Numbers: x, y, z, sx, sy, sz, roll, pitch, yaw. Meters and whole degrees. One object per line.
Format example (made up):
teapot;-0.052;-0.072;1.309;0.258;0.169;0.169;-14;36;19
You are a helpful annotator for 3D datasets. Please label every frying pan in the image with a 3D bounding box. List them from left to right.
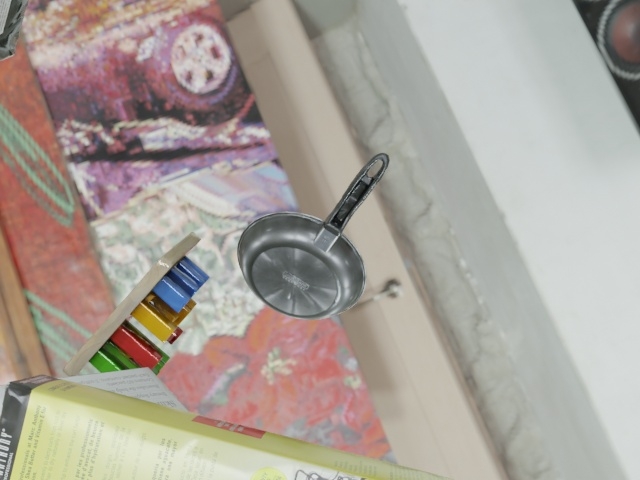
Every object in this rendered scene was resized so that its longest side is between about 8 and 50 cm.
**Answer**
frying pan;0.016;0.022;1.465;0.326;0.197;0.053;-25;-154;35

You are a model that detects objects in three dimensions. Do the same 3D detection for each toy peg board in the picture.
toy peg board;-0.175;0.086;1.112;0.161;0.079;0.161;-47;-176;10

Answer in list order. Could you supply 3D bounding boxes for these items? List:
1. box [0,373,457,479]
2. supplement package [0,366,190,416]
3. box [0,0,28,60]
box;-0.047;0.135;0.513;0.232;0.087;0.058;13;180;4
supplement package;-0.184;0.277;0.925;0.199;0.262;0.198;1;125;-56
box;-0.188;-0.157;0.378;0.257;0.079;0.322;-55;177;-48
